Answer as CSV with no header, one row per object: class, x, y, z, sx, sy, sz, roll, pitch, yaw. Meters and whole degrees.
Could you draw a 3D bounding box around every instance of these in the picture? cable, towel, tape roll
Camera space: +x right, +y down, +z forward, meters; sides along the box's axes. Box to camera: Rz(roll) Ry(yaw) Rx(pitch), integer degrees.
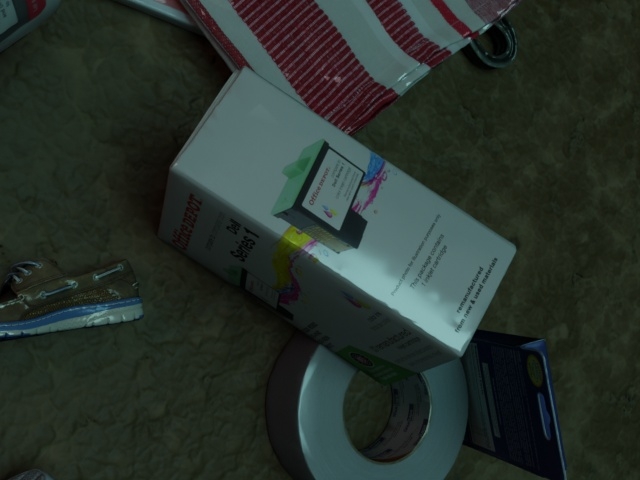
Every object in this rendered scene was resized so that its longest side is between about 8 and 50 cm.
cable,0.147,-0.322,0.996,0.139,0.072,0.287,-36,105,-24
towel,0.037,-0.262,0.873,0.329,0.037,0.237,-39,94,-21
tape roll,0.053,0.177,0.906,0.219,0.072,0.219,3,85,-31

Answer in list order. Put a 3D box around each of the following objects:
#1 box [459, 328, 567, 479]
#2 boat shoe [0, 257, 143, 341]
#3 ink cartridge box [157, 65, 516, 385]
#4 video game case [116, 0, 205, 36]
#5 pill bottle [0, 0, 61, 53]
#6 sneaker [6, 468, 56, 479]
box,0.195,0.168,0.903,0.036,0.225,0.136,-12,93,-19
boat shoe,-0.247,0.050,0.741,0.183,0.066,0.066,-5,85,-41
ink cartridge box,0.000,0.000,0.762,0.278,0.201,0.117,33,69,-3
video game case,-0.145,-0.365,0.832,0.204,0.025,0.285,16,84,-29
pill bottle,-0.363,-0.159,0.613,0.318,0.176,0.176,-46,110,-26
sneaker,-0.296,0.305,0.683,0.258,0.094,0.091,-47,120,-15
